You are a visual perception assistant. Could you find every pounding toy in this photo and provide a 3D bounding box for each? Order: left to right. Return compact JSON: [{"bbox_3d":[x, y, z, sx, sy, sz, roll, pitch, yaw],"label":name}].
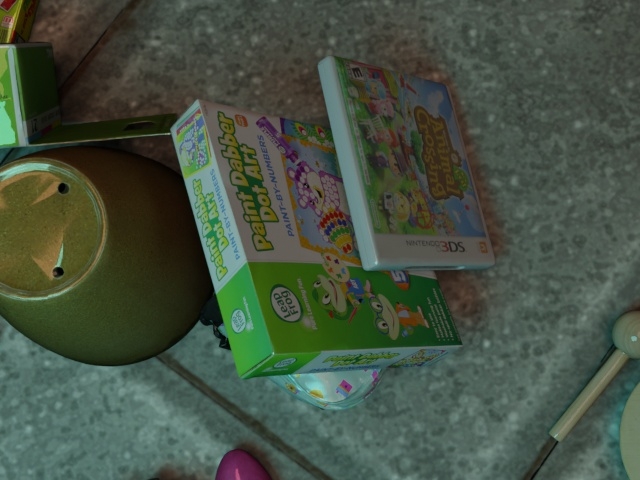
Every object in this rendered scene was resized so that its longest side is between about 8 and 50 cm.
[{"bbox_3d":[0.390,0.196,0.845,0.237,0.110,0.182,32,96,32],"label":"pounding toy"}]

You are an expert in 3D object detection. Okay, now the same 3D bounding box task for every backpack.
[{"bbox_3d":[-0.017,0.093,0.836,0.152,0.115,0.182,-43,89,-7],"label":"backpack"}]

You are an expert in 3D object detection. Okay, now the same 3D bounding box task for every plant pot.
[{"bbox_3d":[-0.227,0.005,0.776,0.237,0.254,0.237,0,83,-1],"label":"plant pot"}]

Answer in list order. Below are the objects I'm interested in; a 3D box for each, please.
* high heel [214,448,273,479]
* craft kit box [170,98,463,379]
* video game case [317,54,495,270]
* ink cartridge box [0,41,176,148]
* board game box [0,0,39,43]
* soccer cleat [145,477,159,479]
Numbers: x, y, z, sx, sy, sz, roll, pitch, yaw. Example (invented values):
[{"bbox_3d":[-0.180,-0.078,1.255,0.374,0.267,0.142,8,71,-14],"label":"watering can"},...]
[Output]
[{"bbox_3d":[-0.065,0.333,0.805,0.082,0.117,0.244,-7,84,-1],"label":"high heel"},{"bbox_3d":[0.000,0.000,0.768,0.247,0.061,0.249,2,59,-42],"label":"craft kit box"},{"bbox_3d":[0.091,-0.073,0.825,0.023,0.193,0.212,-25,72,42],"label":"video game case"},{"bbox_3d":[-0.278,-0.150,0.811,0.255,0.189,0.097,-5,104,-7],"label":"ink cartridge box"},{"bbox_3d":[-0.416,-0.266,0.912,0.181,0.043,0.092,13,83,1],"label":"board game box"},{"bbox_3d":[-0.261,0.359,0.786,0.331,0.116,0.143,-20,103,-13],"label":"soccer cleat"}]
